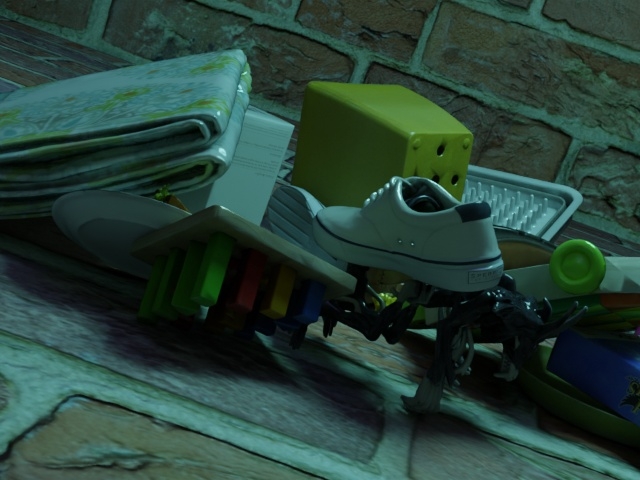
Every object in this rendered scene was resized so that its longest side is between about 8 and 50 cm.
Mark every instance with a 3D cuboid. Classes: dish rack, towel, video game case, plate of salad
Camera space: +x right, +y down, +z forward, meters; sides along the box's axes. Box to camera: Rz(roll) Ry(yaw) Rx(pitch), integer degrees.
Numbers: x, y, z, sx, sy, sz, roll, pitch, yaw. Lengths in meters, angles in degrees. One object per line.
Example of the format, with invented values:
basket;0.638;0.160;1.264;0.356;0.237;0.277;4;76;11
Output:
dish rack;0.241;-0.035;1.847;0.333;0.072;0.285;15;32;28
towel;-0.245;-0.124;1.261;0.321;0.090;0.374;-8;21;3
video game case;0.425;0.179;1.208;0.244;0.061;0.269;9;14;-38
plate of salad;-0.168;-0.007;1.106;0.200;0.048;0.200;12;-24;5

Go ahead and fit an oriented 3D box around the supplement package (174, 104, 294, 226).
supplement package;-0.129;-0.092;1.473;0.105;0.179;0.105;10;14;-46

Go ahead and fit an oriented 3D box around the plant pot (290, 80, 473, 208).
plant pot;0.102;-0.110;1.640;0.212;0.212;0.187;-6;21;-45

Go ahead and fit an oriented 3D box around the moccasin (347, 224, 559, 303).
moccasin;0.196;0.048;1.512;0.380;0.147;0.139;3;6;-44

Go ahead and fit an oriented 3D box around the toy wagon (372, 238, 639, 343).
toy wagon;0.227;0.073;1.281;0.344;0.068;0.267;-11;-16;24

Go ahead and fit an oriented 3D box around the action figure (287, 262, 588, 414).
action figure;0.118;0.094;1.104;0.276;0.140;0.164;7;2;25

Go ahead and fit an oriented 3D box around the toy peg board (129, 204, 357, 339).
toy peg board;-0.082;0.052;1.029;0.161;0.079;0.161;29;-27;-28

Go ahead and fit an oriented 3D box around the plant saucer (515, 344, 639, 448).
plant saucer;0.323;0.183;1.275;0.241;0.037;0.241;19;10;-3

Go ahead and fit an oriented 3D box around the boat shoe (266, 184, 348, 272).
boat shoe;0.000;0.000;1.562;0.076;0.083;0.226;26;16;-40

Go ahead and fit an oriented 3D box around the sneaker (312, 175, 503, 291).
sneaker;0.084;-0.020;1.090;0.094;0.091;0.258;-9;15;-37

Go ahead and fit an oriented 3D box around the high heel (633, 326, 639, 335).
high heel;0.501;0.154;1.676;0.181;0.127;0.377;-9;-5;39
